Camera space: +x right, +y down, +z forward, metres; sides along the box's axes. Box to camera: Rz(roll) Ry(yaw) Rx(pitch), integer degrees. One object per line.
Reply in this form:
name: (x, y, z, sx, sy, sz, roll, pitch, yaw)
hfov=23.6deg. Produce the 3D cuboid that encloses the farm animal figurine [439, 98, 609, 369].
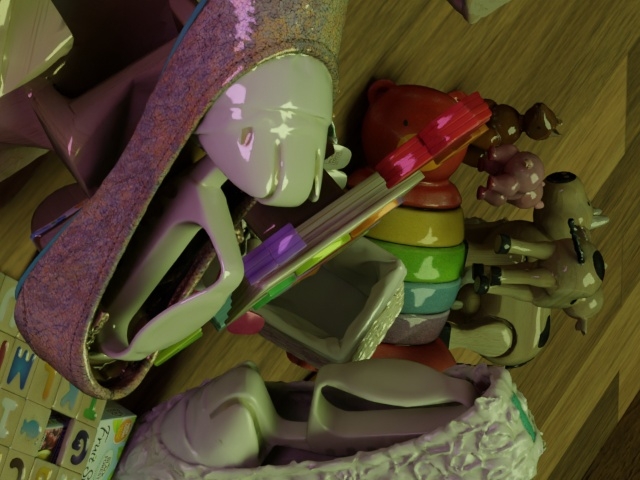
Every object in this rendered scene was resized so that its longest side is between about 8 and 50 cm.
farm animal figurine: (0.225, 0.015, 1.651, 0.330, 0.172, 0.327, -95, -166, -51)

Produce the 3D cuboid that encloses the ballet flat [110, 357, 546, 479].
ballet flat: (-0.011, 0.158, 1.343, 0.147, 0.409, 0.147, -5, 90, -77)

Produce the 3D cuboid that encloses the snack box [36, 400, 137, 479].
snack box: (-0.225, 0.190, 1.306, 0.141, 0.037, 0.100, 4, 113, -64)

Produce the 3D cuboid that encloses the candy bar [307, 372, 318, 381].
candy bar: (-0.029, 0.184, 1.707, 0.161, 0.018, 0.040, -38, 143, -41)

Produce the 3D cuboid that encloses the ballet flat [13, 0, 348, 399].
ballet flat: (-0.060, -0.032, 0.874, 0.107, 0.106, 0.316, 9, 124, -48)

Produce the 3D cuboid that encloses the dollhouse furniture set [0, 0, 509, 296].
dollhouse furniture set: (-0.088, -0.196, 0.989, 0.394, 0.256, 0.362, -34, 149, -10)

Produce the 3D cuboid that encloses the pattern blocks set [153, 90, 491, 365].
pattern blocks set: (0.000, 0.000, 1.049, 0.285, 0.026, 0.325, -35, 178, 0)

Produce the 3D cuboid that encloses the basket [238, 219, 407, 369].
basket: (-0.013, 0.044, 1.420, 0.113, 0.167, 0.103, -55, 161, -14)

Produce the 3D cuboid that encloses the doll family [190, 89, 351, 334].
doll family: (-0.042, -0.056, 1.278, 0.118, 0.163, 0.263, -3, 125, -25)

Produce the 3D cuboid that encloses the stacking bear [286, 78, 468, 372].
stacking bear: (0.078, -0.016, 1.549, 0.164, 0.175, 0.289, -88, -172, -77)

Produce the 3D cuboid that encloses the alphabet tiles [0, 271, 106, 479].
alphabet tiles: (-0.224, 0.104, 1.188, 0.237, 0.009, 0.198, 42, 62, -63)
